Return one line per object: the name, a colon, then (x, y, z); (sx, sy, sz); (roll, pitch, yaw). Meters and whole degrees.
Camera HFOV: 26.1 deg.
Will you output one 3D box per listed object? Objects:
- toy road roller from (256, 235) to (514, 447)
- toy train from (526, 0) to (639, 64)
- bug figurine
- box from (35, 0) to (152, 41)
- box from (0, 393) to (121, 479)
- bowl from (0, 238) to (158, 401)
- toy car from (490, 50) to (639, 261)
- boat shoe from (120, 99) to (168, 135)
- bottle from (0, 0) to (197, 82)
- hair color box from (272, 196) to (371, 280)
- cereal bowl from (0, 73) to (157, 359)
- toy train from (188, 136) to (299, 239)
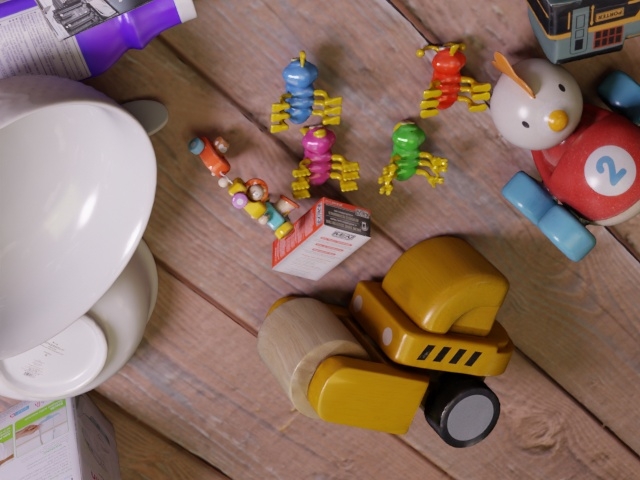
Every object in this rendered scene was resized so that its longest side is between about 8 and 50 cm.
toy road roller: (0.104, 0.113, 1.829); (0.329, 0.202, 0.240); (11, 109, -28)
toy train: (0.392, -0.327, 1.636); (0.334, 0.142, 0.190); (-15, 140, -8)
bug figurine: (0.060, -0.150, 1.698); (0.279, 0.072, 0.216); (-6, 133, -18)
box: (-0.150, -0.341, 1.393); (0.307, 0.242, 0.076); (-23, 128, 2)
box: (-0.402, 0.343, 1.819); (0.262, 0.231, 0.127); (-29, 127, 5)
bowl: (-0.343, 0.101, 1.724); (0.298, 0.134, 0.298); (-8, 126, -11)
toy car: (0.292, -0.141, 1.690); (0.219, 0.210, 0.238); (-47, 121, 7)
boat shoe: (-0.248, -0.126, 1.648); (0.142, 0.049, 0.040); (-21, 161, -3)
bottle: (-0.279, -0.234, 1.526); (0.283, 0.092, 0.118); (-20, 125, -2)
hair color box: (0.000, 0.000, 1.768); (0.072, 0.043, 0.141); (15, 149, -26)
cereal bowl: (-0.351, -0.038, 1.507); (0.339, 0.141, 0.339); (-34, 144, -29)
toy train: (-0.084, -0.070, 1.691); (0.046, 0.125, 0.166); (-43, 133, 9)
